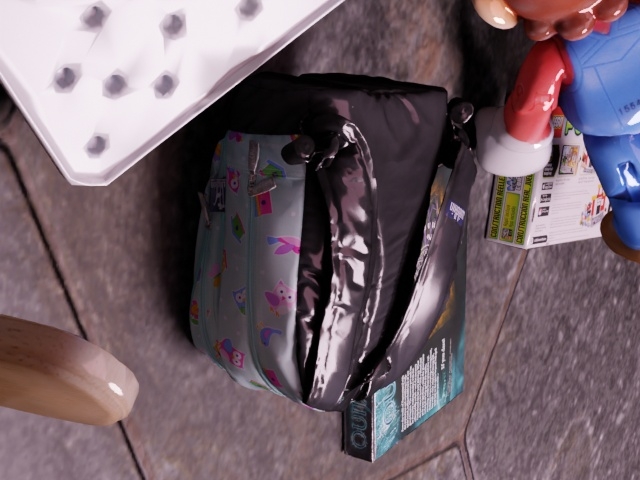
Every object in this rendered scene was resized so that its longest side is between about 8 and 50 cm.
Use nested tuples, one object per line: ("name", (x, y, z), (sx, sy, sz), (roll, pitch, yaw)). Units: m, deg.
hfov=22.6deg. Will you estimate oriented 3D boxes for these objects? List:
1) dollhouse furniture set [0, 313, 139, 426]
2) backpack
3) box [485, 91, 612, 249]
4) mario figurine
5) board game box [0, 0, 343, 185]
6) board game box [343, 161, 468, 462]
("dollhouse furniture set", (-0.136, 0.212, 0.571), (0.394, 0.256, 0.362), (57, 47, -54))
("backpack", (0.000, 0.000, 0.881), (0.152, 0.115, 0.182), (-5, 107, -45))
("box", (0.199, -0.057, 1.252), (0.207, 0.036, 0.114), (-6, 106, -57))
("mario figurine", (0.192, -0.149, 1.089), (0.198, 0.170, 0.320), (-45, 118, -25))
("board game box", (-0.035, -0.268, 0.648), (0.390, 0.050, 0.390), (-39, 138, -11))
("board game box", (0.058, 0.040, 1.073), (0.126, 0.026, 0.186), (-29, 125, -50))
